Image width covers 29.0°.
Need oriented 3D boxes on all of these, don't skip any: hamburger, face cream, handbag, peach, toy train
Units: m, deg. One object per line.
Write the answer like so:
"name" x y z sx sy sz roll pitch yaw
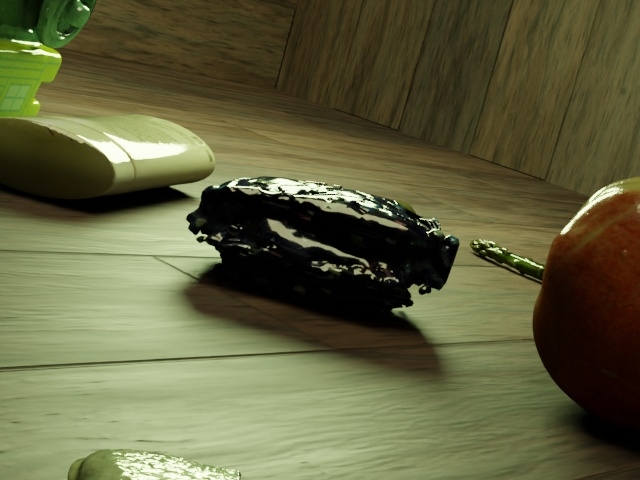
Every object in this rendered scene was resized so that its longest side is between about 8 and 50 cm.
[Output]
"hamburger" -0.080 0.129 0.581 0.084 0.054 0.121 11 8 -3
"face cream" -0.259 -0.102 1.458 0.173 0.081 0.348 17 10 13
"handbag" 0.000 0.000 1.217 0.260 0.113 0.162 14 4 -1
"peach" 0.315 0.060 1.056 0.256 0.232 0.232 20 11 11
"toy train" -0.412 -0.216 1.316 0.179 0.272 0.442 31 13 11

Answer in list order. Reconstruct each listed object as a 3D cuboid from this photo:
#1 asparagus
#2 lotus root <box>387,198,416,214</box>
"asparagus" 0.287 0.037 1.670 0.236 0.027 0.034 24 8 40
"lotus root" 0.057 -0.014 1.463 0.090 0.077 0.183 12 5 23
